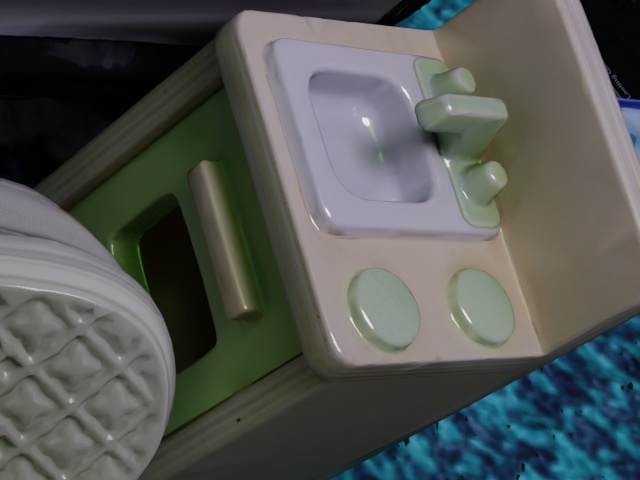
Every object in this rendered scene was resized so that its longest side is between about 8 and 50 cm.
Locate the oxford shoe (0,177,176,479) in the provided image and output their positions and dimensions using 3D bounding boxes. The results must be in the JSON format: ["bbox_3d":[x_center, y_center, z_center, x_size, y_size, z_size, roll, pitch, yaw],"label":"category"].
[{"bbox_3d":[-0.280,0.030,0.719,0.449,0.169,0.130,5,23,-17],"label":"oxford shoe"}]

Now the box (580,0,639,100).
[{"bbox_3d":[0.264,-0.077,0.963,0.079,0.257,0.322,-34,85,-35],"label":"box"}]

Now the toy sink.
[{"bbox_3d":[0.000,0.000,0.789,0.131,0.234,0.152,1,66,-44],"label":"toy sink"}]

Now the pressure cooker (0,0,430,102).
[{"bbox_3d":[-0.155,-0.251,0.767,0.420,0.370,0.375,-5,65,-33],"label":"pressure cooker"}]

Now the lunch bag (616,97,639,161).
[{"bbox_3d":[0.119,-0.013,0.934,0.151,0.129,0.096,-15,79,-34],"label":"lunch bag"}]
